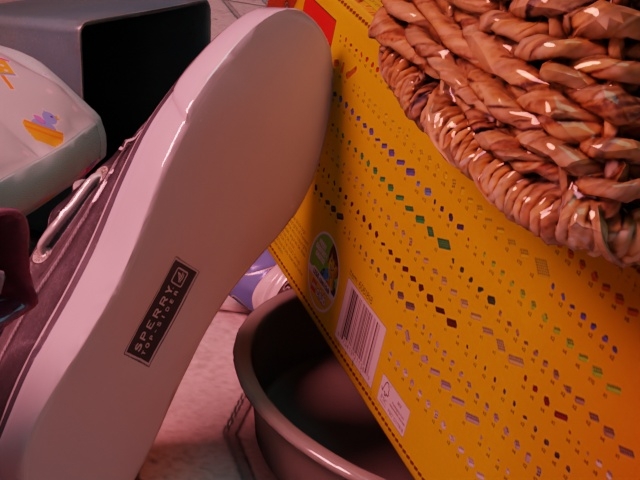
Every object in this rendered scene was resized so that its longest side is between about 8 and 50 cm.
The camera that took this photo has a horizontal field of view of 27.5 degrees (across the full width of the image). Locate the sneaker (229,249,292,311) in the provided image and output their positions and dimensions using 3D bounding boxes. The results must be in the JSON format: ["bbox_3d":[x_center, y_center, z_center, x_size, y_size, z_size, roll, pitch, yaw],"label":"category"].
[{"bbox_3d":[0.000,0.000,0.965,0.081,0.080,0.211,24,24,23],"label":"sneaker"}]

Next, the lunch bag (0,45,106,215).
[{"bbox_3d":[-0.294,-0.047,0.850,0.262,0.160,0.223,9,20,13],"label":"lunch bag"}]

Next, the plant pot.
[{"bbox_3d":[-0.230,-0.114,1.045,0.234,0.166,0.165,12,21,27],"label":"plant pot"}]

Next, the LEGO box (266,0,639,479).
[{"bbox_3d":[0.207,0.007,0.732,0.372,0.193,0.500,1,28,-23],"label":"LEGO box"}]

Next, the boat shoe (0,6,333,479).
[{"bbox_3d":[-0.098,0.001,0.700,0.102,0.301,0.108,17,-15,39],"label":"boat shoe"}]

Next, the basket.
[{"bbox_3d":[0.178,-0.086,0.577,0.299,0.223,0.213,0,-5,-22],"label":"basket"}]

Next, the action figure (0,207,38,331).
[{"bbox_3d":[-0.280,0.029,0.607,0.248,0.276,0.370,-1,14,-39],"label":"action figure"}]

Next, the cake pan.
[{"bbox_3d":[0.089,0.106,0.782,0.293,0.054,0.293,9,22,-4],"label":"cake pan"}]
